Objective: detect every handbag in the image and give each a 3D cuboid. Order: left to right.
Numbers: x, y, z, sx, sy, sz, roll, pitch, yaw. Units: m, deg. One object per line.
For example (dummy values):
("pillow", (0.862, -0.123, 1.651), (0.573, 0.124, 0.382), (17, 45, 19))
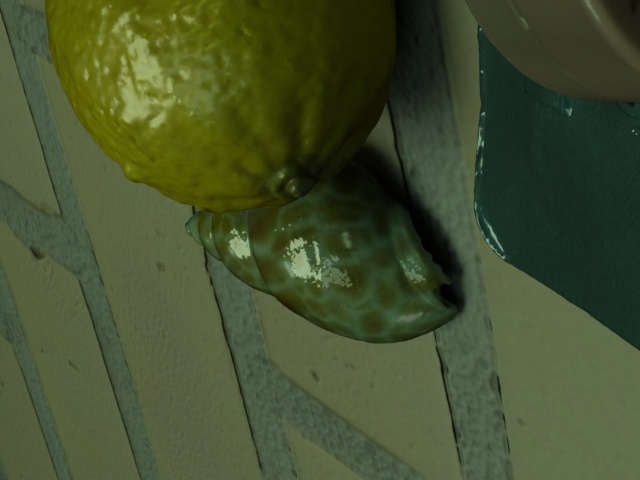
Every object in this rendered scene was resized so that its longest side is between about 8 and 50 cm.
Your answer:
("handbag", (0.156, -0.032, 0.753), (0.229, 0.062, 0.179), (37, 145, 45))

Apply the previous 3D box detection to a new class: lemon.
("lemon", (-0.055, -0.119, 0.935), (0.231, 0.192, 0.192), (59, 156, 26))

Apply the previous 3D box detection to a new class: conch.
("conch", (0.006, 0.006, 1.055), (0.173, 0.106, 0.116), (45, 172, 8))

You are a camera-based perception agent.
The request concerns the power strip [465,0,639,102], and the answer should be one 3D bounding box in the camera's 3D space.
("power strip", (0.126, -0.126, 0.618), (0.078, 0.154, 0.154), (6, 119, 59))
